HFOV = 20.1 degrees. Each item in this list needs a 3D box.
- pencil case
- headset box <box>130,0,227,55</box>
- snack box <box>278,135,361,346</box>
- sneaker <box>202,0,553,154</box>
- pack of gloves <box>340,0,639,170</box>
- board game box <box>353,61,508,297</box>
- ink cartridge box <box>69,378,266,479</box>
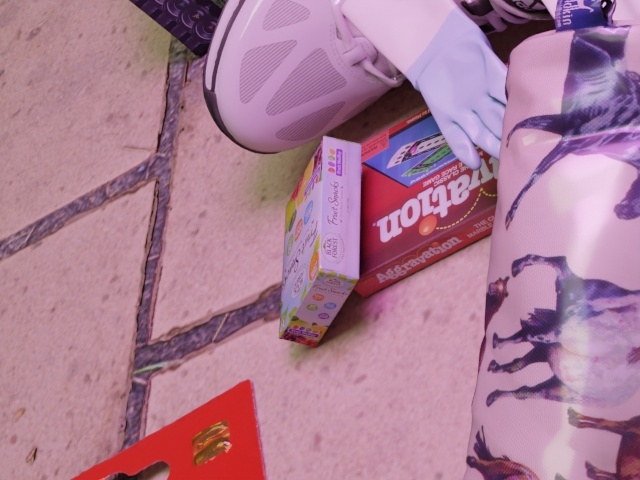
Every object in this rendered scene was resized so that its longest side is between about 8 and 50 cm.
[{"bbox_3d":[0.176,0.063,1.080,0.183,0.160,0.410,149,132,-66],"label":"pencil case"},{"bbox_3d":[-0.090,-0.359,1.821,0.283,0.131,0.246,-37,39,21],"label":"headset box"},{"bbox_3d":[0.000,0.000,1.461,0.100,0.037,0.141,119,159,-49],"label":"snack box"},{"bbox_3d":[0.092,-0.211,1.438,0.447,0.169,0.257,-43,27,8],"label":"sneaker"},{"bbox_3d":[0.117,-0.179,1.310,0.195,0.046,0.232,-49,52,19],"label":"pack of gloves"},{"bbox_3d":[0.135,-0.071,1.418,0.281,0.027,0.145,-29,43,29],"label":"board game box"},{"bbox_3d":[-0.178,0.288,1.371,0.308,0.091,0.385,-30,39,17],"label":"ink cartridge box"}]
